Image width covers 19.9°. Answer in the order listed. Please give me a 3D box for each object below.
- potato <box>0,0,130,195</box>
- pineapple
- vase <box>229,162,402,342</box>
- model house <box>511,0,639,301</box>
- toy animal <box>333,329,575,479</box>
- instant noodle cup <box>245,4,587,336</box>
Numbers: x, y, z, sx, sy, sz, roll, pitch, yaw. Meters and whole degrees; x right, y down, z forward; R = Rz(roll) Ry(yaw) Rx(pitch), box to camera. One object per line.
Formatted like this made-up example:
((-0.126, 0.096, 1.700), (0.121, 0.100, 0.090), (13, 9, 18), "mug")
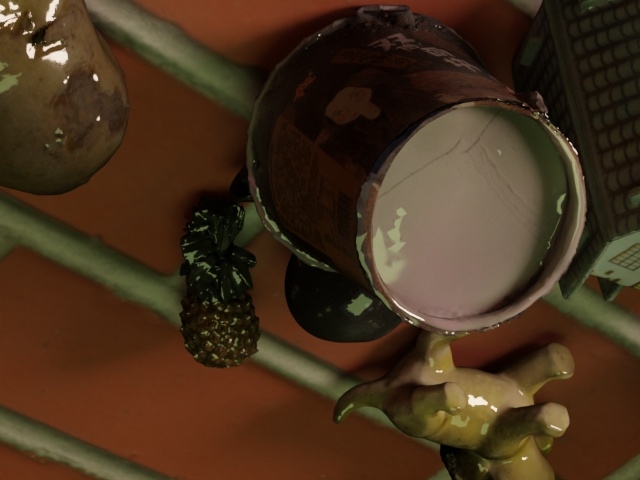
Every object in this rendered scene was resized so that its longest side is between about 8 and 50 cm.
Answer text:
((-0.233, -0.134, 1.267), (0.165, 0.165, 0.262), (-17, 133, 4), "potato")
((-0.087, 0.033, 1.533), (0.074, 0.074, 0.159), (-6, 130, -7), "pineapple")
((0.000, 0.000, 1.493), (0.120, 0.120, 0.183), (-32, 119, 19), "vase")
((0.269, -0.070, 1.393), (0.215, 0.224, 0.198), (18, 141, -38), "model house")
((0.149, 0.166, 1.693), (0.233, 0.121, 0.168), (29, 134, -32), "toy animal")
((0.073, -0.046, 1.331), (0.217, 0.207, 0.217), (-6, 110, -17), "instant noodle cup")
